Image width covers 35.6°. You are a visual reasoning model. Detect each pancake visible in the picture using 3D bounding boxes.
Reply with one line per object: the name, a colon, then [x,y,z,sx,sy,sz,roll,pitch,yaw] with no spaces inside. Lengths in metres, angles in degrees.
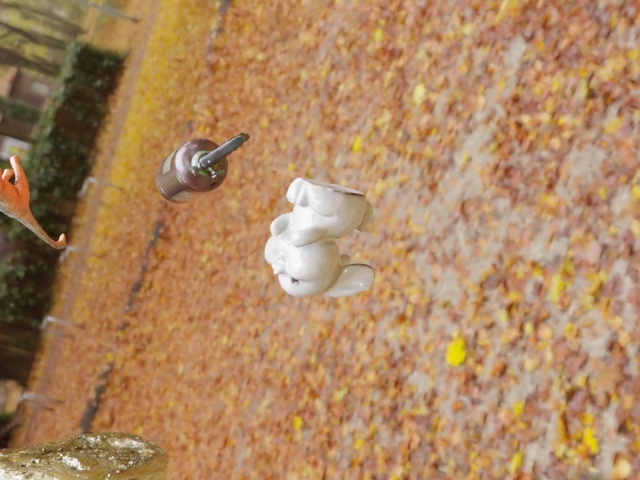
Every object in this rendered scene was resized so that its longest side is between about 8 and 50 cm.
pancake: [-0.454,0.418,1.867,0.356,0.356,0.065,178,95,-73]

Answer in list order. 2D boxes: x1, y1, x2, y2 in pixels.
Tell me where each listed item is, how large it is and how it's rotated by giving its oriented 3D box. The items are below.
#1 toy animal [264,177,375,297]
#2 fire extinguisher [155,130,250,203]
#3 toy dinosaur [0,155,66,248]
toy animal: [0.007,-0.004,1.626,0.127,0.179,0.193,23,111,52]
fire extinguisher: [-0.153,-0.100,1.296,0.099,0.071,0.231,-36,8,-18]
toy dinosaur: [-0.443,-0.067,1.428,0.055,0.279,0.101,-17,66,19]
